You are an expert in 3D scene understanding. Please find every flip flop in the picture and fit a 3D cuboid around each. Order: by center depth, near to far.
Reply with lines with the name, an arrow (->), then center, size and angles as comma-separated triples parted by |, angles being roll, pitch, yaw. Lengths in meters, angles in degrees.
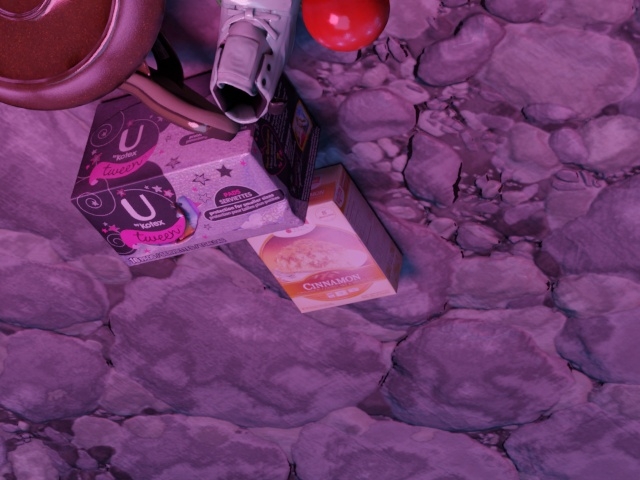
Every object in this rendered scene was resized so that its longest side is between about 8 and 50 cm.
flip flop -> -0.197, -0.202, 1.788 | 0.277, 0.112, 0.080 | 33, 108, 22

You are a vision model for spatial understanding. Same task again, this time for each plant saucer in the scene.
plant saucer -> -0.317, -0.281, 1.702 | 0.310, 0.050, 0.310 | 4, 111, 12

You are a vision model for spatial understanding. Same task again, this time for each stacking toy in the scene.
stacking toy -> -0.026, -0.328, 1.557 | 0.141, 0.141, 0.330 | -13, 119, 25

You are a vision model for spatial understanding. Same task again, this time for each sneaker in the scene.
sneaker -> -0.065, -0.239, 1.676 | 0.094, 0.151, 0.256 | 8, 138, 6

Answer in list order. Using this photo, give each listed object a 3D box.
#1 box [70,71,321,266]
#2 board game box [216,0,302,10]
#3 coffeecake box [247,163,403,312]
box -> -0.147, -0.091, 1.897 | 0.247, 0.163, 0.142 | -13, 136, 26
board game box -> -0.009, -0.312, 1.717 | 0.259, 0.030, 0.136 | -11, 137, 24
coffeecake box -> 0.000, 0.000, 2.044 | 0.142, 0.068, 0.185 | -12, 134, 26
